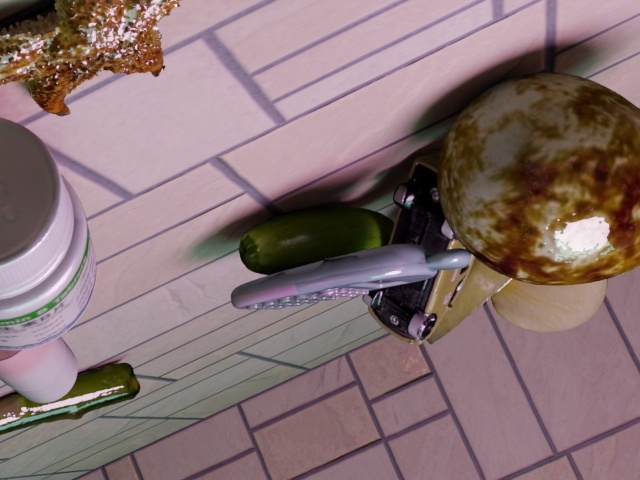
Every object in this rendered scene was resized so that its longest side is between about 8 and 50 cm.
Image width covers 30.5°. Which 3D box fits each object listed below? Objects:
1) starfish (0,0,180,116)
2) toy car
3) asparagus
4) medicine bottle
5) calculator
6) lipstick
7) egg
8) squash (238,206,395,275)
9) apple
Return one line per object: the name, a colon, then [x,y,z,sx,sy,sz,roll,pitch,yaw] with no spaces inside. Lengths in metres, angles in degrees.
starfish: [-0.153,-0.132,0.768,0.241,0.043,0.227,-19,166,-10]
toy car: [0.149,0.008,1.528,0.124,0.101,0.256,-24,139,-45]
asparagus: [-0.416,0.250,1.821,0.278,0.060,0.067,-11,118,-32]
medicine bottle: [-0.247,0.000,0.911,0.139,0.139,0.237,-21,168,-14]
calculator: [0.036,0.043,1.406,0.299,0.041,0.185,-13,173,18]
lipstick: [-0.346,0.126,1.366,0.087,0.087,0.327,-22,168,-10]
egg: [0.274,-0.062,1.322,0.289,0.238,0.238,19,156,-9]
squash: [-0.001,-0.001,1.501,0.292,0.082,0.082,-6,158,-48]
apple: [0.260,0.014,1.712,0.295,0.233,0.258,-9,150,-18]
